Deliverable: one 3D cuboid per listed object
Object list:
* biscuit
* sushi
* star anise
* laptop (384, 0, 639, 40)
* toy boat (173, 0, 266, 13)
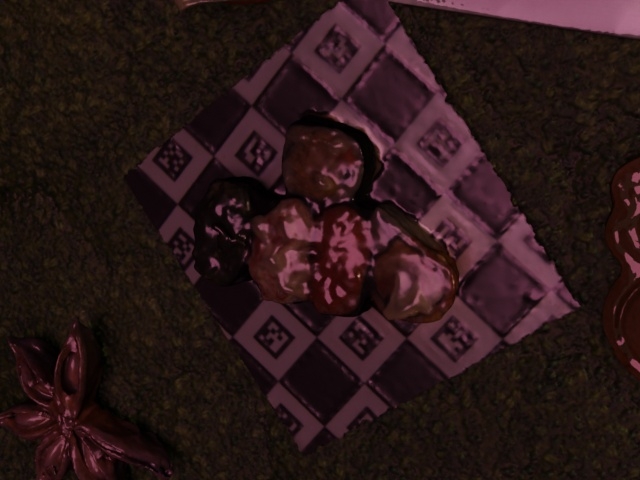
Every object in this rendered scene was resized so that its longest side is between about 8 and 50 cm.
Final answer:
[{"bbox_3d":[0.326,0.075,0.881,0.183,0.047,0.319,2,102,21],"label":"biscuit"},{"bbox_3d":[0.000,0.000,0.954,0.320,0.069,0.339,-32,89,24],"label":"sushi"},{"bbox_3d":[-0.253,0.180,1.089,0.172,0.063,0.208,-31,93,25],"label":"star anise"},{"bbox_3d":[0.187,-0.271,0.876,0.269,0.015,0.187,12,104,16],"label":"laptop"},{"bbox_3d":[-0.044,-0.254,0.928,0.185,0.071,0.089,-32,90,21],"label":"toy boat"}]
